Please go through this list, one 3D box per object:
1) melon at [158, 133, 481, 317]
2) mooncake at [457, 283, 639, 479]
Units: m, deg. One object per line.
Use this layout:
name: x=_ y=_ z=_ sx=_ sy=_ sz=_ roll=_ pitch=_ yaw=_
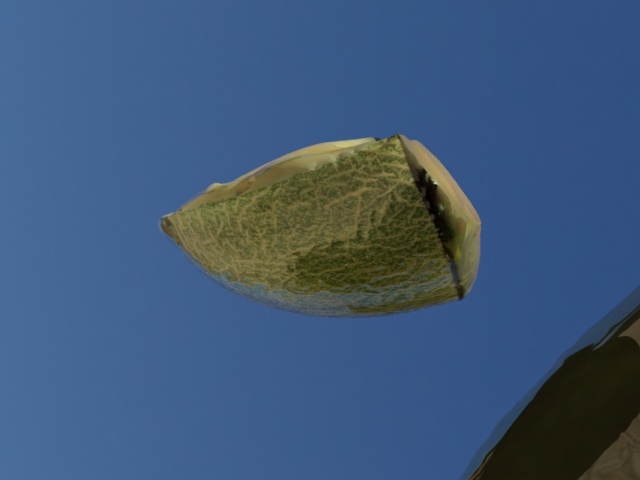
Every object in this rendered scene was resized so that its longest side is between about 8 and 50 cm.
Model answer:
melon: x=0.000 y=0.000 z=0.686 sx=0.160 sy=0.128 sz=0.079 roll=-100 pitch=176 yaw=-85
mooncake: x=0.194 y=0.141 z=0.529 sx=0.351 sy=0.187 sz=0.351 roll=-33 pitch=-146 yaw=25
